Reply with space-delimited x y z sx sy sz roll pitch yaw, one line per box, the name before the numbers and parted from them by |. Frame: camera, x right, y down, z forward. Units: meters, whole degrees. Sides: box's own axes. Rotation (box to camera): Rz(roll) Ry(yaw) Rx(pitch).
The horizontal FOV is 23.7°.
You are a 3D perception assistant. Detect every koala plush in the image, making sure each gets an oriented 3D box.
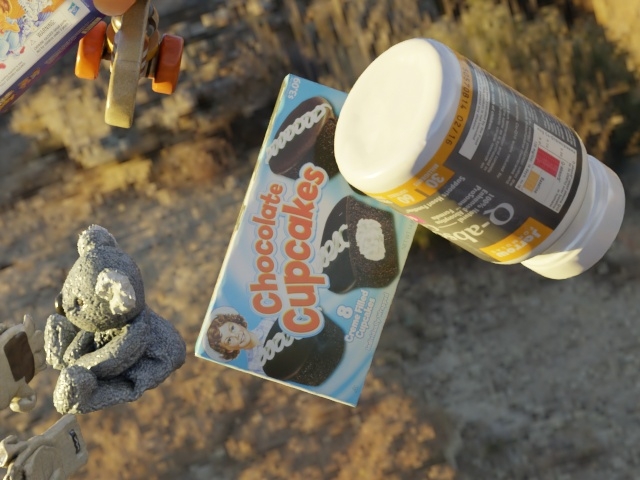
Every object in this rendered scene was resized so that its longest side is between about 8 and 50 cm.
koala plush | -0.300 0.100 2.174 0.203 0.221 0.196 -11 29 -12

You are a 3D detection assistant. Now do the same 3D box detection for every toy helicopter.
toy helicopter | -0.241 -0.262 1.976 0.140 0.235 0.355 11 28 -9

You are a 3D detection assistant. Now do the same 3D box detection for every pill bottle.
pill bottle | 0.163 -0.072 1.507 0.162 0.278 0.162 -33 42 37

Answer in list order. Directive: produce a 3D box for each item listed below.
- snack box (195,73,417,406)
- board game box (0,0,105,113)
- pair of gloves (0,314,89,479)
snack box | 0.000 0.000 1.661 0.187 0.321 0.060 18 2 -6
board game box | -0.485 -0.264 1.971 0.347 0.233 0.078 -42 -2 10
pair of gloves | -0.375 0.223 1.894 0.042 0.240 0.204 -10 21 19
